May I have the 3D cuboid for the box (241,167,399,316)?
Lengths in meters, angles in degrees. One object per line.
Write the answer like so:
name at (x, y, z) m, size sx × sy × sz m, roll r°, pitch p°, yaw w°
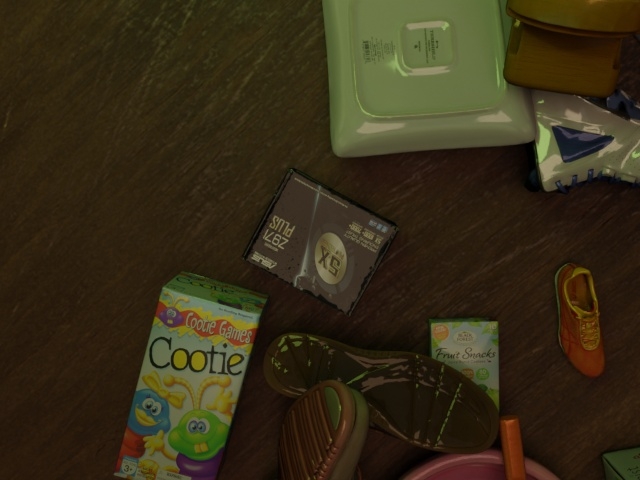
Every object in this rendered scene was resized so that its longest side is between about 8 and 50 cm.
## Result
box at (0.000, 0.000, 1.114) m, size 0.180 × 0.077 × 0.147 m, roll 29°, pitch 97°, yaw -2°

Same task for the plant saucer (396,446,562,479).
plant saucer at (0.235, 0.463, 1.159) m, size 0.332 × 0.084 × 0.332 m, roll 0°, pitch 96°, yaw 1°

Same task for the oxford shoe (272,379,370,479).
oxford shoe at (0.013, 0.333, 1.079) m, size 0.146 × 0.140 × 0.397 m, roll 5°, pitch 133°, yaw -17°

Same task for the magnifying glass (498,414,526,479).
magnifying glass at (0.281, 0.362, 1.095) m, size 0.092 × 0.026 × 0.231 m, roll -8°, pitch 98°, yaw 2°

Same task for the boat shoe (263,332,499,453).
boat shoe at (0.085, 0.222, 1.120) m, size 0.342 × 0.123 × 0.123 m, roll 14°, pitch 75°, yaw 4°

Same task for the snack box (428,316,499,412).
snack box at (0.214, 0.188, 1.151) m, size 0.100 × 0.037 × 0.141 m, roll -2°, pitch 96°, yaw 0°

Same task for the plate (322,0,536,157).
plate at (0.144, -0.259, 1.053) m, size 0.278 × 0.045 × 0.277 m, roll -4°, pitch 78°, yaw 4°

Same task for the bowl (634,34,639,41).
bowl at (0.489, -0.360, 1.076) m, size 0.142 × 0.053 × 0.142 m, roll -33°, pitch 93°, yaw 4°

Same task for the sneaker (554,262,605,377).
sneaker at (0.381, 0.121, 1.126) m, size 0.064 × 0.067 × 0.175 m, roll -16°, pitch 97°, yaw 1°

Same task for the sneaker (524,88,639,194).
sneaker at (0.388, -0.116, 1.080) m, size 0.315 × 0.127 × 0.182 m, roll 36°, pitch 100°, yaw 4°

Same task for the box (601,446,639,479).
box at (0.561, 0.434, 1.130) m, size 0.231 × 0.127 × 0.262 m, roll -11°, pitch 97°, yaw 1°

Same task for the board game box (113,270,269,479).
board game box at (-0.181, 0.203, 1.109) m, size 0.144 × 0.142 × 0.275 m, roll 15°, pitch 97°, yaw -1°

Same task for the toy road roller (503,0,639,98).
toy road roller at (0.321, -0.327, 0.972) m, size 0.202 × 0.329 × 0.240 m, roll 12°, pitch 121°, yaw 9°
